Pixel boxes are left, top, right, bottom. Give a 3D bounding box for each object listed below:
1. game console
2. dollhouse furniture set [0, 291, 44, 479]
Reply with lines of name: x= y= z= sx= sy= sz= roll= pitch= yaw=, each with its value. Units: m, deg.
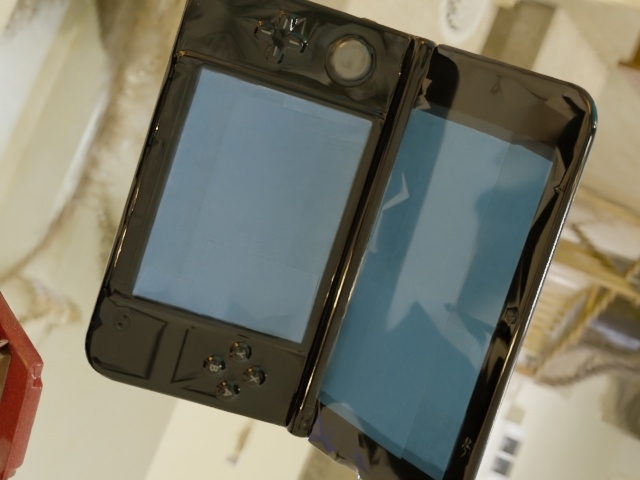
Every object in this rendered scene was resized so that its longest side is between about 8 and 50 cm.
game console: x=0.000 y=0.000 z=0.905 sx=0.250 sy=0.293 sz=0.173 roll=17 pitch=-172 yaw=-10
dollhouse furniture set: x=-0.339 y=0.185 z=0.934 sx=0.201 sy=0.374 sz=0.152 roll=-9 pitch=-137 yaw=-39
